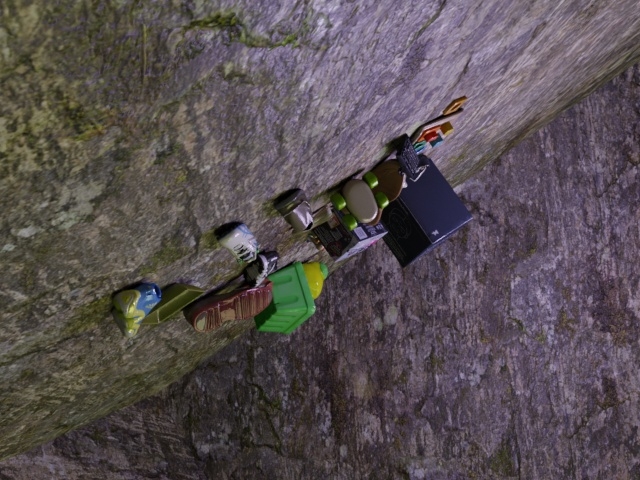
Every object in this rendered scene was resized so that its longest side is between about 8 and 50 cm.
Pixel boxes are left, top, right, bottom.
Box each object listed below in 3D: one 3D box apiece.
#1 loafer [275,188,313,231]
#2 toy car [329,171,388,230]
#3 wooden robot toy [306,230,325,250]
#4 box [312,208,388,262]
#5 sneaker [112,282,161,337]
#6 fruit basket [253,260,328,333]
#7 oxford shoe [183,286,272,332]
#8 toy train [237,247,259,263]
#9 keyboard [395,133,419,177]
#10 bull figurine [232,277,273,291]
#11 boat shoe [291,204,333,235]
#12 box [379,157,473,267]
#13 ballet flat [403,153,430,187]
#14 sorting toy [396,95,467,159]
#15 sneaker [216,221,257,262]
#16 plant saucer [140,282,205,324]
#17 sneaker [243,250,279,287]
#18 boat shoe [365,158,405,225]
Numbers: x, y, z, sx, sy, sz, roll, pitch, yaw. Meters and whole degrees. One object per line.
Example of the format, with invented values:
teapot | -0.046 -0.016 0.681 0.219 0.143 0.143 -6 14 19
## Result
loafer | -0.057 -0.077 1.729 0.094 0.087 0.251 -34 171 5
toy car | 0.099 -0.133 1.974 0.155 0.149 0.188 -34 -162 -12
wooden robot toy | 0.000 0.000 2.356 0.076 0.079 0.173 -31 171 -12
box | 0.111 -0.035 2.284 0.142 0.163 0.247 -41 168 31
sneaker | -0.481 0.184 1.632 0.126 0.091 0.240 -29 169 -28
fruit basket | -0.108 0.243 2.780 0.391 0.283 0.392 -16 162 -5
oxford shoe | -0.340 0.227 2.259 0.348 0.130 0.123 -13 115 -37
toy train | -0.237 0.049 1.998 0.083 0.017 0.024 -31 161 -12
keyboard | 0.269 -0.244 1.884 0.108 0.023 0.180 -66 154 -7
bull figurine | -0.300 0.234 2.477 0.188 0.101 0.310 -24 168 -35
boat shoe | -0.033 -0.064 2.050 0.153 0.048 0.056 -27 -176 5
box | 0.389 -0.100 2.495 0.212 0.294 0.395 -31 171 -16
ballet flat | 0.311 -0.235 2.225 0.203 0.074 0.074 -34 171 4
sorting toy | 0.358 -0.332 1.950 0.196 0.047 0.348 -29 170 -25
sneaker | -0.216 0.010 1.656 0.085 0.086 0.237 -32 170 1
plant saucer | -0.460 0.185 1.853 0.188 0.045 0.188 -34 170 2
sneaker | -0.204 0.101 2.187 0.106 0.078 0.234 -25 166 -30
boat shoe | 0.210 -0.185 2.089 0.342 0.123 0.123 111 5 -57
